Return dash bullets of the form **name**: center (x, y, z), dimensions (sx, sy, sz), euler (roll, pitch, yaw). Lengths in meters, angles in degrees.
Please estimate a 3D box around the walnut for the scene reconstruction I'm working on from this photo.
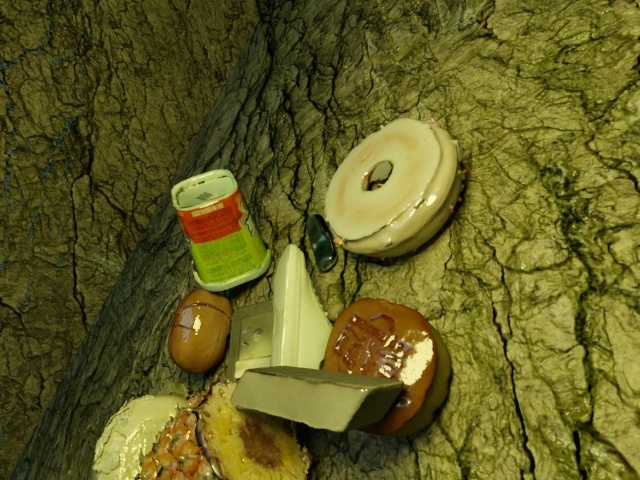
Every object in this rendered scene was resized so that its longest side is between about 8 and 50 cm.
- **walnut**: center (-0.391, 0.279, 1.332), dimensions (0.203, 0.203, 0.298), euler (-20, 58, 39)

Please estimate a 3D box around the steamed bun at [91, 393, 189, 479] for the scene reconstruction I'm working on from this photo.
- **steamed bun**: center (-0.495, 0.597, 1.122), dimensions (0.312, 0.233, 0.334), euler (-57, 11, 41)

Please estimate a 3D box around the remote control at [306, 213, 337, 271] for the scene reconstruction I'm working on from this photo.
- **remote control**: center (0.000, 0.000, 1.216), dimensions (0.072, 0.042, 0.222), euler (-43, 38, 22)

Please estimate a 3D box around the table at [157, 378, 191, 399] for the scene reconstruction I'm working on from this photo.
- **table**: center (-0.485, 0.520, 1.354), dimensions (0.079, 0.083, 0.062), euler (-57, 35, 2)

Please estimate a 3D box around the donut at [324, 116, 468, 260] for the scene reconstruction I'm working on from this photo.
- **donut**: center (0.180, -0.125, 1.019), dimensions (0.382, 0.142, 0.383), euler (-28, 46, 32)

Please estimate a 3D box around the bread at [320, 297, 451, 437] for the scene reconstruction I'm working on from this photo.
- **bread**: center (0.121, 0.245, 0.808), dimensions (0.270, 0.148, 0.270), euler (-25, 50, 33)

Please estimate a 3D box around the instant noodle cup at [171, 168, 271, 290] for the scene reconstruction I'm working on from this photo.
- **instant noodle cup**: center (-0.330, -0.044, 1.327), dimensions (0.294, 0.308, 0.294), euler (-9, 36, 6)

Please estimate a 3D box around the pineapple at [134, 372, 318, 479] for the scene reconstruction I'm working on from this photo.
- **pineapple**: center (-0.203, 0.494, 0.855), dimensions (0.300, 0.352, 0.352), euler (-53, 36, 18)

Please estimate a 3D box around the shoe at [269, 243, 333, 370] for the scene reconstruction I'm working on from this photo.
- **shoe**: center (-0.031, 0.185, 1.002), dimensions (0.132, 0.160, 0.363), euler (136, 140, -58)

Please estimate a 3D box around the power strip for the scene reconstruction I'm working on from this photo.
- **power strip**: center (-0.139, 0.292, 1.119), dimensions (0.257, 0.092, 0.251), euler (-17, 50, 25)

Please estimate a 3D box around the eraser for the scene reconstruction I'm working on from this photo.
- **eraser**: center (-0.023, 0.280, 0.745), dimensions (0.352, 0.111, 0.077), euler (-10, 74, 42)
